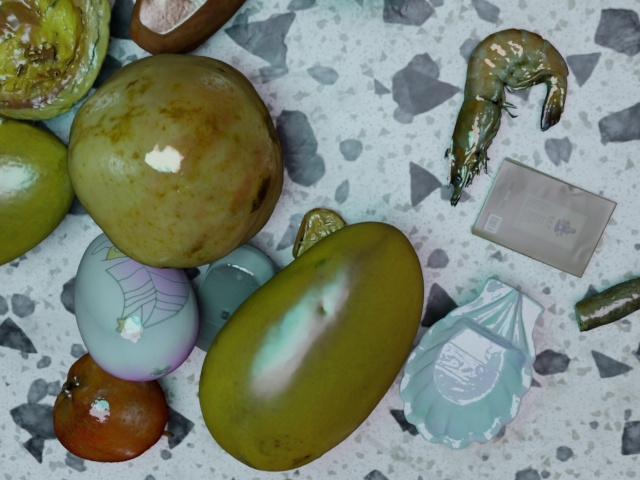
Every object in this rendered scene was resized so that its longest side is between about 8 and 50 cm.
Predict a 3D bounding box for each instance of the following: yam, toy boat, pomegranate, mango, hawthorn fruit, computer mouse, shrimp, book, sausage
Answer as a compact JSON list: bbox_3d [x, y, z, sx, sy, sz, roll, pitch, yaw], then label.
[{"bbox_3d":[0.533,0.081,1.127,0.252,0.061,0.061,-22,97,10],"label":"yam"},{"bbox_3d":[0.251,0.201,1.157,0.199,0.100,0.290,30,103,0],"label":"toy boat"},{"bbox_3d":[-0.223,-0.106,1.053,0.342,0.342,0.343,1,100,6],"label":"pomegranate"},{"bbox_3d":[-0.005,0.163,1.093,0.300,0.232,0.446,27,103,-39],"label":"mango"},{"bbox_3d":[-0.347,0.299,1.215,0.225,0.196,0.196,38,103,-27],"label":"hawthorn fruit"},{"bbox_3d":[-0.151,0.104,1.199,0.128,0.079,0.231,27,118,1],"label":"computer mouse"},{"bbox_3d":[0.295,-0.185,1.109,0.169,0.058,0.296,15,98,1],"label":"shrimp"},{"bbox_3d":[0.365,-0.037,1.144,0.198,0.016,0.138,23,101,2],"label":"book"},{"bbox_3d":[-0.605,-0.090,1.134,0.445,0.220,0.301,-12,107,5],"label":"mango"},{"bbox_3d":[-0.188,-0.387,1.085,0.258,0.133,0.133,-41,94,14],"label":"sausage"}]

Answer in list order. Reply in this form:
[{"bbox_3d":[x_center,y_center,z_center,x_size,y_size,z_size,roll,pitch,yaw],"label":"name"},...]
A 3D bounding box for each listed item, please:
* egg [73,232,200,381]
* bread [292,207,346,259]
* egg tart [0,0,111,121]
[{"bbox_3d":[-0.300,0.097,1.136,0.196,0.196,0.271,-18,63,9],"label":"egg"},{"bbox_3d":[0.000,0.000,1.177,0.083,0.044,0.111,20,99,1],"label":"bread"},{"bbox_3d":[-0.463,-0.337,1.131,0.290,0.115,0.290,1,98,6],"label":"egg tart"}]
